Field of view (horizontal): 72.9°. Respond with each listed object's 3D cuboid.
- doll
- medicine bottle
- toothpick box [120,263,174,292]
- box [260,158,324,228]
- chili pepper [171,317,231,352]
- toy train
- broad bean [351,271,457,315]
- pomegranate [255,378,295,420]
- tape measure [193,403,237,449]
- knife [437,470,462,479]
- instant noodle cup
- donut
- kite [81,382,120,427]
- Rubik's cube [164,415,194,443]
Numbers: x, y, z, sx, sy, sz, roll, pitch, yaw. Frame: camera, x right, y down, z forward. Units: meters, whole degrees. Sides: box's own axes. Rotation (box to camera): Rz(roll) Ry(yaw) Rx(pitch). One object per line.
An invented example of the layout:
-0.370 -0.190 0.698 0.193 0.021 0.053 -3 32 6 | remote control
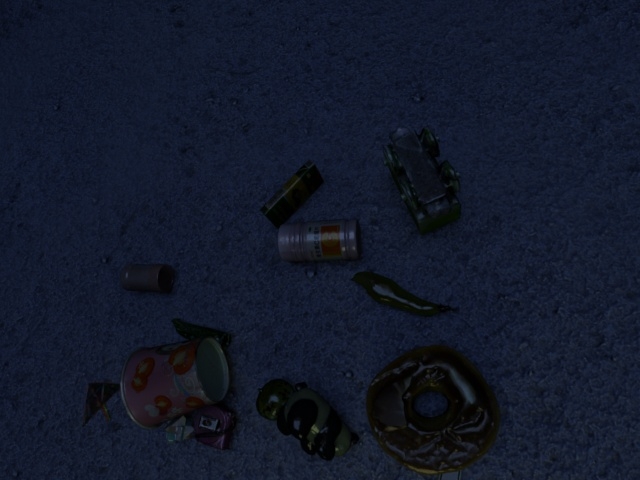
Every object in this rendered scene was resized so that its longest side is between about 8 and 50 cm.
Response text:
-0.009 0.504 1.174 0.234 0.143 0.135 46 62 -10 | doll
0.000 0.000 1.382 0.249 0.133 0.133 -2 71 14 | medicine bottle
-0.600 0.129 1.504 0.148 0.098 0.098 0 71 15 | toothpick box
-0.091 -0.153 1.458 0.235 0.132 0.034 -47 66 -4 | box
-0.402 0.301 1.422 0.226 0.059 0.088 19 76 23 | chili pepper
0.306 -0.186 1.306 0.173 0.249 0.307 -24 66 8 | toy train
0.242 0.169 1.303 0.325 0.067 0.075 20 107 17 | broad bean
-0.117 0.477 1.261 0.122 0.122 0.161 -42 93 -3 | pomegranate
-0.313 0.553 1.297 0.125 0.074 0.118 6 72 14 | tape measure
0.322 0.691 1.115 0.061 0.027 0.343 7 73 21 | knife
-0.412 0.406 1.273 0.231 0.243 0.243 -18 68 12 | instant noodle cup
0.293 0.434 1.146 0.329 0.160 0.330 -4 75 14 | donut
-0.739 0.535 1.445 0.159 0.010 0.190 40 85 22 | kite
-0.432 0.573 1.320 0.084 0.073 0.075 -18 67 10 | Rubik's cube
